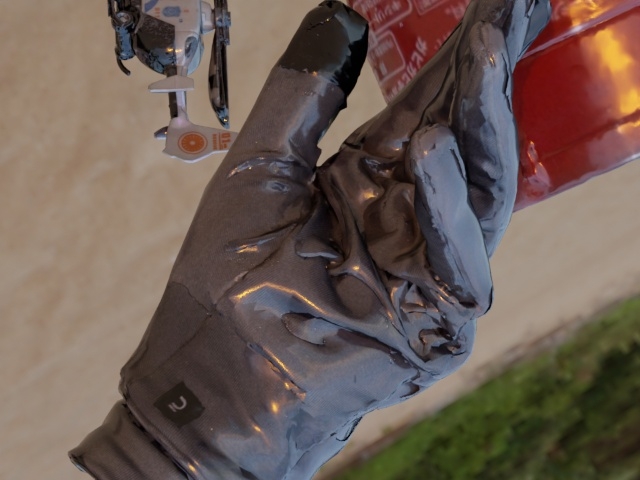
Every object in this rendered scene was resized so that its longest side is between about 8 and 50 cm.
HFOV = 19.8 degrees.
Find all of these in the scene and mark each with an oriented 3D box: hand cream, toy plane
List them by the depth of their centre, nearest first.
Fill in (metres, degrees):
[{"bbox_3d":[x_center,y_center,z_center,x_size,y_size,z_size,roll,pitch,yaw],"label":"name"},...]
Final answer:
[{"bbox_3d":[0.134,-0.108,0.913,0.230,0.149,0.230,-27,180,0],"label":"hand cream"},{"bbox_3d":[-0.094,-0.127,1.168,0.078,0.197,0.053,-6,143,-4],"label":"toy plane"}]

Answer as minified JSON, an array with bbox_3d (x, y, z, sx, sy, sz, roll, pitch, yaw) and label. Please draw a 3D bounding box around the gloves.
[{"bbox_3d":[0.000,0.006,0.740,0.285,0.142,0.119,-53,161,7],"label":"gloves"}]
